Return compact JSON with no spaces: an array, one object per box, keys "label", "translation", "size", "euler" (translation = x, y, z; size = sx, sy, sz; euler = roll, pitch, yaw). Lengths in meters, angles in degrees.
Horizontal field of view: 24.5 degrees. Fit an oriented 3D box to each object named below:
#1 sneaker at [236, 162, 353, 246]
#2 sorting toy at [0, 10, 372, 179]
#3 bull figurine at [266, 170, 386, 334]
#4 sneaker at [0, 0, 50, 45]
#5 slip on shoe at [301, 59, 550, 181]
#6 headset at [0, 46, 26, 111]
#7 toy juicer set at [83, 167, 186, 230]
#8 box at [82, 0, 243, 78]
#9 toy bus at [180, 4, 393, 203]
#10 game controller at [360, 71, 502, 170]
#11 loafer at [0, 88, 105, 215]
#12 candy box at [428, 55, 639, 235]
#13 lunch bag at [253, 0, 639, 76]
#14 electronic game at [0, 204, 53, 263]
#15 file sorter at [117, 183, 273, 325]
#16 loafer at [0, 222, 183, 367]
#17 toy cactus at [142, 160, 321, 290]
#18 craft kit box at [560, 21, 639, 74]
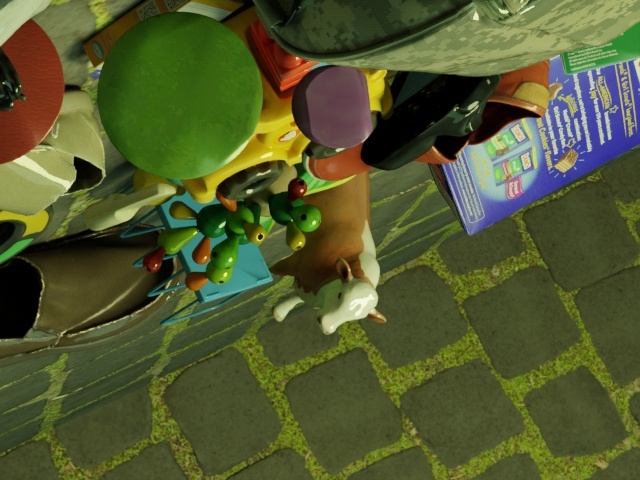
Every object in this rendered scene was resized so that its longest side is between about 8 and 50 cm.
[{"label":"sneaker","translation":[-0.081,-0.073,1.842],"size":[0.295,0.109,0.123],"euler":[-36,153,26]},{"label":"sorting toy","translation":[-0.145,-0.117,1.164],"size":[0.365,0.127,0.126],"euler":[2,-173,-17]},{"label":"bull figurine","translation":[0.000,0.000,1.896],"size":[0.188,0.310,0.101],"euler":[-19,142,32]},{"label":"sneaker","translation":[-0.235,-0.157,1.021],"size":[0.212,0.080,0.094],"euler":[-34,180,27]},{"label":"slip on shoe","translation":[0.112,-0.130,1.649],"size":[0.331,0.101,0.123],"euler":[-22,155,33]},{"label":"headset","translation":[-0.052,-0.213,0.869],"size":[0.394,0.185,0.243],"euler":[-20,169,-16]},{"label":"toy juicer set","translation":[-0.148,-0.093,1.571],"size":[0.209,0.089,0.329],"euler":[-19,-174,37]},{"label":"box","translation":[-0.141,-0.182,1.268],"size":[0.136,0.028,0.081],"euler":[-29,171,20]},{"label":"toy bus","translation":[-0.049,-0.144,1.324],"size":[0.220,0.149,0.211],"euler":[-27,173,-3]},{"label":"game controller","translation":[0.135,-0.192,1.478],"size":[0.166,0.067,0.319],"euler":[-24,-154,36]},{"label":"loafer","translation":[-0.261,-0.066,1.255],"size":[0.102,0.092,0.268],"euler":[-34,178,30]},{"label":"candy box","translation":[0.279,-0.183,1.869],"size":[0.317,0.122,0.268],"euler":[-27,145,0]},{"label":"lunch bag","translation":[0.110,-0.230,1.143],"size":[0.256,0.212,0.305],"euler":[-33,168,25]},{"label":"electronic game","translation":[-0.386,0.011,1.544],"size":[0.229,0.048,0.229],"euler":[-27,171,-5]},{"label":"file sorter","translation":[-0.161,0.002,1.756],"size":[0.104,0.170,0.118],"euler":[-33,169,41]},{"label":"loafer","translation":[-0.324,0.073,1.778],"size":[0.366,0.134,0.130],"euler":[-24,170,-23]},{"label":"toy cactus","translation":[-0.085,-0.034,1.611],"size":[0.219,0.112,0.180],"euler":[-22,-158,38]},{"label":"craft kit box","translation":[0.365,-0.269,1.566],"size":[0.250,0.061,0.246],"euler":[-13,-157,9]}]
